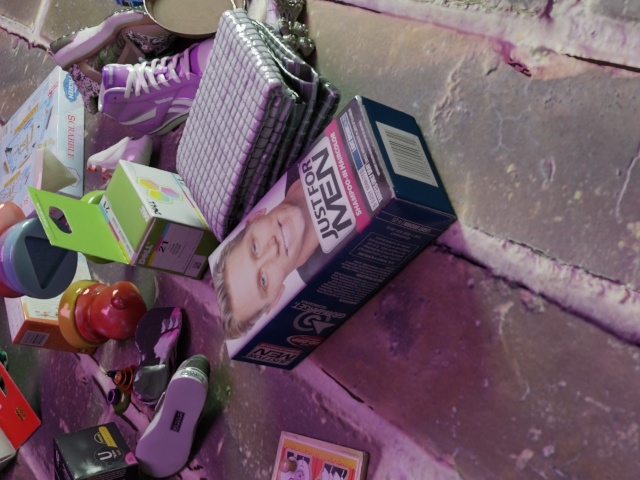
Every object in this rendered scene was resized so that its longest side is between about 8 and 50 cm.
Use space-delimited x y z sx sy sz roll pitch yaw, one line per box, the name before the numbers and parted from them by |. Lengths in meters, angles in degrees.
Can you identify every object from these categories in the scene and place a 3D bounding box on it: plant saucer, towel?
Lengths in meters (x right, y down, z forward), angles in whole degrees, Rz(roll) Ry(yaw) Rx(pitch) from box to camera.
plant saucer | -0.210 -0.391 1.645 0.029 0.168 0.168 96 162 -52
towel | -0.097 -0.157 1.405 0.235 0.121 0.283 57 134 46

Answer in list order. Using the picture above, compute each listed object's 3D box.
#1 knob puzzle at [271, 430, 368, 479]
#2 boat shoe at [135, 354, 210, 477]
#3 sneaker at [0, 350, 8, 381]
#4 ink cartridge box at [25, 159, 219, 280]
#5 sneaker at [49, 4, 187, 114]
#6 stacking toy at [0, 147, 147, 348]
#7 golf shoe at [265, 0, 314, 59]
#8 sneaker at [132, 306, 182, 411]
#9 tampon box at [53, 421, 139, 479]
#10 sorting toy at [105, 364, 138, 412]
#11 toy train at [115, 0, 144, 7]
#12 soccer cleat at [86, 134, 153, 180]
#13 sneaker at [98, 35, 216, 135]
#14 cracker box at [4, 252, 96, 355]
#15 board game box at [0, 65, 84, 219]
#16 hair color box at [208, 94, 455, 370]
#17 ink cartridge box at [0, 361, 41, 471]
knob puzzle | -0.021 0.345 1.222 0.213 0.030 0.213 -22 61 47
boat shoe | -0.212 0.265 1.472 0.219 0.078 0.070 -62 5 29
sneaker | -0.756 0.226 2.134 0.178 0.124 0.295 -29 64 50
ink cartridge box | -0.306 -0.047 1.542 0.097 0.255 0.189 -60 39 19
sneaker | -0.335 -0.331 1.824 0.410 0.158 0.182 -6 105 47
stacking toy | -0.388 0.011 1.633 0.130 0.309 0.279 -3 60 35
golf shoe | -0.066 -0.334 1.496 0.086 0.069 0.176 -41 47 45
sneaker | -0.258 0.188 1.555 0.077 0.072 0.178 87 -169 -53
tampon box | -0.347 0.387 1.525 0.120 0.101 0.161 40 132 50
sorting toy | -0.340 0.244 1.661 0.102 0.042 0.061 -52 42 28
toy train | -0.338 -0.498 1.876 0.184 0.105 0.080 18 49 43
soccer cleat | -0.368 -0.153 1.828 0.196 0.068 0.076 -1 62 51
sneaker | -0.278 -0.270 1.667 0.282 0.161 0.102 -32 52 41
cracker box | -0.502 0.100 1.828 0.067 0.156 0.232 -54 41 27
board game box | -0.617 -0.171 2.147 0.319 0.066 0.318 -31 54 42
hair color box | 0.000 0.000 1.256 0.347 0.105 0.173 -46 45 34
ink cartridge box | -0.706 0.330 1.985 0.275 0.060 0.239 52 125 11
